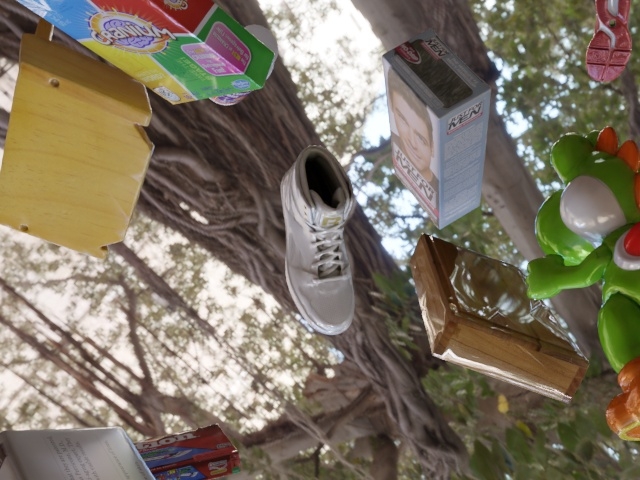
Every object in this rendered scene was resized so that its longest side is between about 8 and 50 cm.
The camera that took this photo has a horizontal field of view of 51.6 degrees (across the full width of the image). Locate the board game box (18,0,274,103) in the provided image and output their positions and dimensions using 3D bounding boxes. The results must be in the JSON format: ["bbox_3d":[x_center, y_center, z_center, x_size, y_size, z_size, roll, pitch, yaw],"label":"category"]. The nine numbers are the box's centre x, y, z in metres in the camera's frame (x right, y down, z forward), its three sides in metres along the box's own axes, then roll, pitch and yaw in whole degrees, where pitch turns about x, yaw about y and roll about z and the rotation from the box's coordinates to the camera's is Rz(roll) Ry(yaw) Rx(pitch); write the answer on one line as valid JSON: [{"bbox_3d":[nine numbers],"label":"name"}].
[{"bbox_3d":[-0.261,-0.321,0.977,0.242,0.316,0.064,3,-110,44],"label":"board game box"}]

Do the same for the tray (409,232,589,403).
[{"bbox_3d":[0.268,0.102,1.084,0.411,0.202,0.076,-80,-170,-75],"label":"tray"}]

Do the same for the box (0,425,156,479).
[{"bbox_3d":[-0.209,0.278,0.536,0.182,0.119,0.181,38,-74,40],"label":"box"}]

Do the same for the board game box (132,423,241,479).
[{"bbox_3d":[-0.241,0.263,0.744,0.281,0.027,0.145,-8,179,-18],"label":"board game box"}]

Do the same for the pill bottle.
[{"bbox_3d":[-0.153,-0.334,1.253,0.108,0.108,0.193,-53,-163,-22],"label":"pill bottle"}]

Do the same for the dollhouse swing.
[{"bbox_3d":[-0.473,-0.217,1.300,0.305,0.315,0.347,-86,-160,-56],"label":"dollhouse swing"}]

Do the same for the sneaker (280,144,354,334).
[{"bbox_3d":[0.000,0.000,1.038,0.108,0.293,0.169,-12,171,-13],"label":"sneaker"}]

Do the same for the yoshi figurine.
[{"bbox_3d":[0.349,0.041,0.758,0.203,0.203,0.362,-39,-136,36],"label":"yoshi figurine"}]

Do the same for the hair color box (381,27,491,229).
[{"bbox_3d":[0.226,-0.203,1.299,0.113,0.374,0.185,-30,-120,-8],"label":"hair color box"}]

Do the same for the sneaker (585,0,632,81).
[{"bbox_3d":[0.600,-0.445,1.345,0.087,0.221,0.128,15,-131,22],"label":"sneaker"}]
